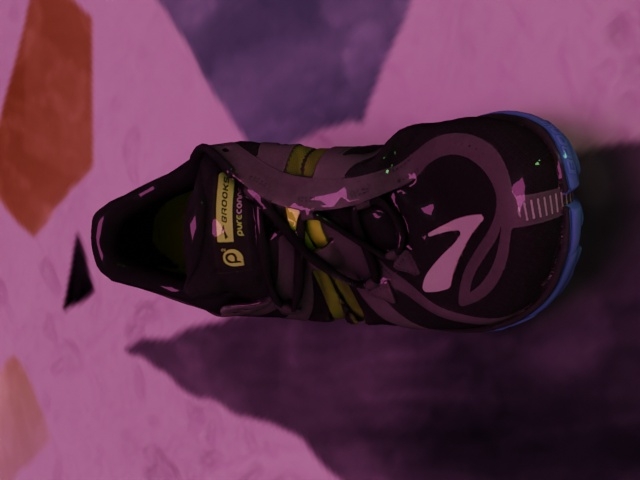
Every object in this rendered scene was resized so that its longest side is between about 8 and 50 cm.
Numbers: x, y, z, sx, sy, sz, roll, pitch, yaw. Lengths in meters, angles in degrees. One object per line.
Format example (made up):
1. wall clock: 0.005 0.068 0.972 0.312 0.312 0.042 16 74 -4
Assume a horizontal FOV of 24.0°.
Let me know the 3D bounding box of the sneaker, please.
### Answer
1. sneaker: 0.000 0.000 0.468 0.188 0.078 0.067 -4 93 43
